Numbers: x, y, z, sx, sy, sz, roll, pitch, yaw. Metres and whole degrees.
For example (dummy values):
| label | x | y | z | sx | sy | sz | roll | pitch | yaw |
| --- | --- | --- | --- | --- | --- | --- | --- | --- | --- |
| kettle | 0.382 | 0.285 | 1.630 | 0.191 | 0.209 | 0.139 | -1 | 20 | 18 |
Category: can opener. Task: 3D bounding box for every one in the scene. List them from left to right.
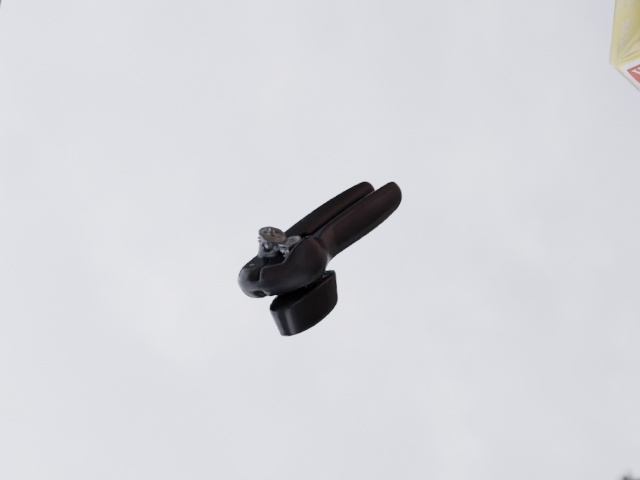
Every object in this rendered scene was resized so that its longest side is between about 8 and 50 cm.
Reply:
| label | x | y | z | sx | sy | sz | roll | pitch | yaw |
| --- | --- | --- | --- | --- | --- | --- | --- | --- | --- |
| can opener | 0.000 | 0.000 | 1.413 | 0.186 | 0.059 | 0.073 | -46 | -44 | -49 |

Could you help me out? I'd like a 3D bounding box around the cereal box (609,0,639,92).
| label | x | y | z | sx | sy | sz | roll | pitch | yaw |
| --- | --- | --- | --- | --- | --- | --- | --- | --- | --- |
| cereal box | 0.271 | -0.112 | 1.187 | 0.240 | 0.047 | 0.173 | 38 | -134 | -31 |
